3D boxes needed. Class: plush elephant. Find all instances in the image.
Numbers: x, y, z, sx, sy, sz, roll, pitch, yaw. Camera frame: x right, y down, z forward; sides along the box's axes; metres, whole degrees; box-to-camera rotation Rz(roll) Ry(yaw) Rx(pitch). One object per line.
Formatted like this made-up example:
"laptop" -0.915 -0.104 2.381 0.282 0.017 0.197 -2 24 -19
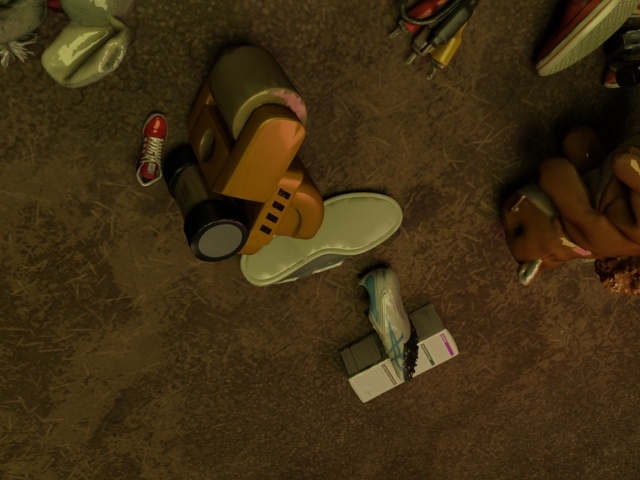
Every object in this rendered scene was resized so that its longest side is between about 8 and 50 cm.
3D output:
"plush elephant" -0.345 -0.342 0.892 0.255 0.272 0.330 -5 156 3

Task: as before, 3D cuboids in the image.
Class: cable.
"cable" 0.233 -0.401 1.148 0.287 0.072 0.139 -44 111 10

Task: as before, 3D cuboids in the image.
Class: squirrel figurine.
"squirrel figurine" 0.538 -0.013 1.319 0.397 0.281 0.370 44 135 -9

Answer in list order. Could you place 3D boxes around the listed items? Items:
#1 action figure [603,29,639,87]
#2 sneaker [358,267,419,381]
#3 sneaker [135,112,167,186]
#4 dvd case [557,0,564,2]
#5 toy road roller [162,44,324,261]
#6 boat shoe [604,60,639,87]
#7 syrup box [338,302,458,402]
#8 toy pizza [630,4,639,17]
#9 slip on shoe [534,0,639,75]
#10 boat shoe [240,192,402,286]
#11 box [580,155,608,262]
"action figure" 0.656 -0.343 1.256 0.285 0.099 0.185 -16 88 -6
"sneaker" 0.140 0.173 1.459 0.086 0.085 0.237 -14 93 29
"sneaker" -0.274 -0.144 1.167 0.042 0.067 0.118 10 121 -23
"dvd case" 0.347 -0.493 1.133 0.221 0.018 0.165 15 120 -26
"toy road roller" -0.091 -0.125 1.161 0.240 0.202 0.330 7 128 -35
"boat shoe" 0.590 -0.303 1.321 0.137 0.049 0.043 -3 128 -11
"syrup box" 0.168 0.243 1.556 0.236 0.093 0.096 -28 127 4
"toy pizza" 0.562 -0.472 1.202 0.201 0.032 0.201 -8 126 -11
"slip on shoe" 0.457 -0.407 1.167 0.123 0.101 0.331 -21 154 -39
"boat shoe" 0.000 0.000 1.354 0.319 0.116 0.099 -23 171 -8
"box" 0.702 -0.085 1.503 0.322 0.058 0.232 -10 126 -7
